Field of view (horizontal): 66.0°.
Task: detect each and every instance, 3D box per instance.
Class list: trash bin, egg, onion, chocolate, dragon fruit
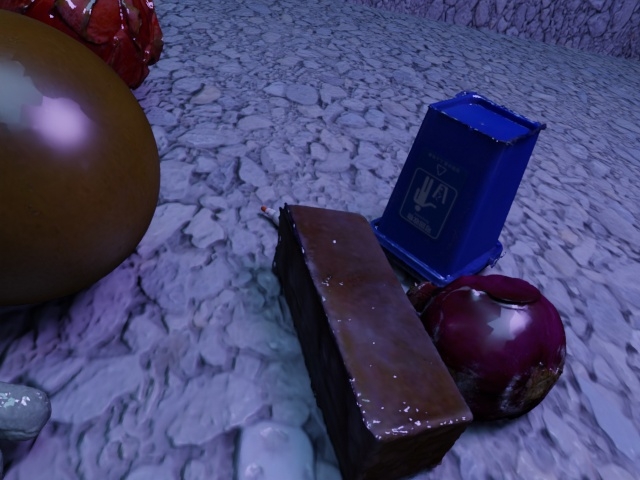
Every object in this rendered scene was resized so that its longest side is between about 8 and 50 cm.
[{"bbox_3d":[0.190,-0.068,0.672,0.184,0.234,0.163,-25,50,-39],"label":"trash bin"},{"bbox_3d":[-0.327,-0.084,0.498,0.351,0.282,0.283,21,36,29],"label":"egg"},{"bbox_3d":[0.170,0.088,0.546,0.173,0.135,0.198,-14,43,-36],"label":"onion"},{"bbox_3d":[0.037,0.084,0.531,0.112,0.111,0.321,-2,40,-20],"label":"chocolate"},{"bbox_3d":[-0.430,-0.365,0.851,0.278,0.277,0.342,25,34,16],"label":"dragon fruit"}]

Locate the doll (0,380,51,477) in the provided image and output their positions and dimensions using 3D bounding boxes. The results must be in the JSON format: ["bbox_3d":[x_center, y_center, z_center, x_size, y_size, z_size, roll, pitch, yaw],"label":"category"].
[{"bbox_3d":[-0.287,0.173,0.329,0.103,0.072,0.214,55,49,-15],"label":"doll"}]

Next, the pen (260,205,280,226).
[{"bbox_3d":[0.000,0.000,0.699,0.218,0.026,0.026,30,40,22],"label":"pen"}]
